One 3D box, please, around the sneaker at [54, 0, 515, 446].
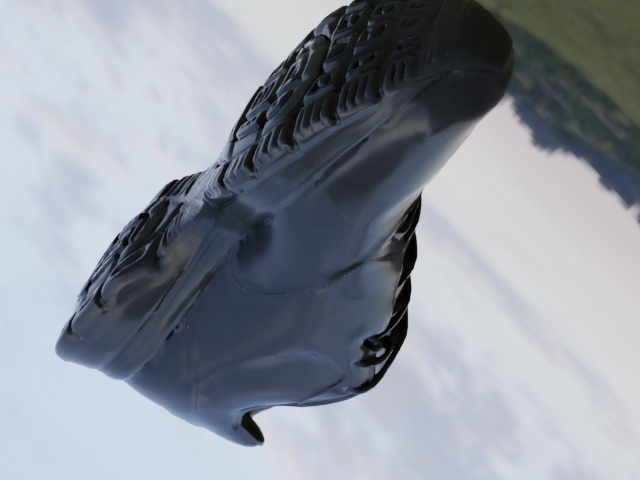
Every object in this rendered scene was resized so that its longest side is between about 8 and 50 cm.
[{"bbox_3d":[0.000,0.000,0.606,0.130,0.286,0.109,38,-132,-11],"label":"sneaker"}]
